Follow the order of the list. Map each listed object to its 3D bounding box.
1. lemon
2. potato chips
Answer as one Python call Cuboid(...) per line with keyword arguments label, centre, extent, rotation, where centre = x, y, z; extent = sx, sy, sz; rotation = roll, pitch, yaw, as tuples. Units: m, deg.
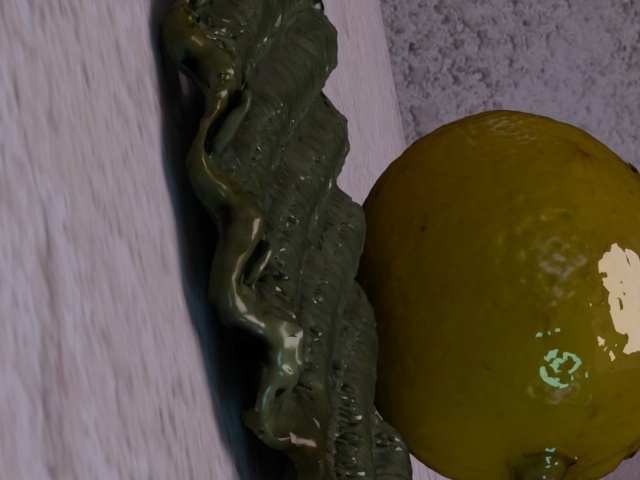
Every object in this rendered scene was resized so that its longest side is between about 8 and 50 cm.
Cuboid(label="lemon", centre=(0.141, 0.042, 1.374), extent=(0.284, 0.261, 0.260), rotation=(-89, 167, -60))
Cuboid(label="potato chips", centre=(0.000, 0.000, 0.932), extent=(0.429, 0.070, 0.358), rotation=(-83, 160, -73))
